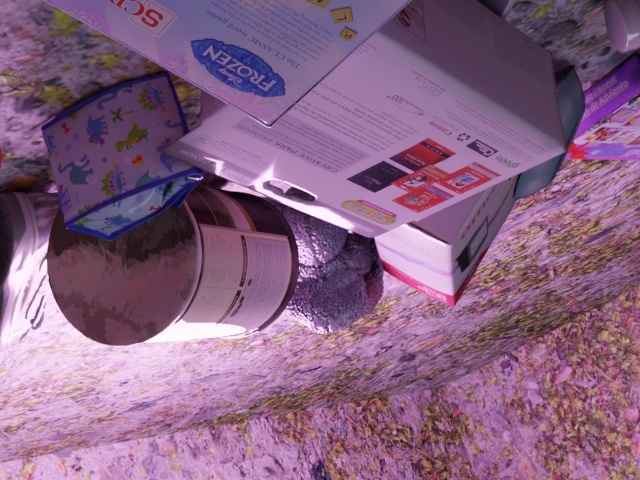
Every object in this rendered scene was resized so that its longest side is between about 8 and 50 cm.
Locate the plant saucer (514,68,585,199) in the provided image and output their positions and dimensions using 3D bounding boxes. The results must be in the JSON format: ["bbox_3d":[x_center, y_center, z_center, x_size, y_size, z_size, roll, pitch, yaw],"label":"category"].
[{"bbox_3d":[0.322,-0.137,1.330,0.195,0.037,0.195,-56,163,-27],"label":"plant saucer"}]

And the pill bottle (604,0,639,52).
[{"bbox_3d":[0.416,-0.276,1.160,0.137,0.078,0.078,-18,161,1],"label":"pill bottle"}]

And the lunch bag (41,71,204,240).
[{"bbox_3d":[-0.202,-0.090,1.027,0.151,0.129,0.096,-28,160,20],"label":"lunch bag"}]

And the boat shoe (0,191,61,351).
[{"bbox_3d":[-0.380,0.043,1.258,0.103,0.118,0.320,-11,150,-31],"label":"boat shoe"}]

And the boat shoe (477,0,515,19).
[{"bbox_3d":[0.151,-0.232,1.056,0.076,0.080,0.228,-29,167,-39],"label":"boat shoe"}]

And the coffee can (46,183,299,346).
[{"bbox_3d":[-0.171,0.026,1.206,0.201,0.201,0.275,-25,168,19],"label":"coffee can"}]

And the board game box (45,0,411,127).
[{"bbox_3d":[-0.066,-0.246,0.628,0.319,0.066,0.318,28,137,-28],"label":"board game box"}]

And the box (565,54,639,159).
[{"bbox_3d":[0.502,-0.196,1.490,0.293,0.057,0.201,-3,155,-38],"label":"box"}]

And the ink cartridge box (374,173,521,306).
[{"bbox_3d":[0.176,-0.065,1.290,0.226,0.131,0.306,-57,165,-10],"label":"ink cartridge box"}]

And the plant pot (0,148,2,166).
[{"bbox_3d":[-0.349,-0.113,0.768,0.191,0.174,0.191,-17,159,-7],"label":"plant pot"}]

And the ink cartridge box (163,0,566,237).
[{"bbox_3d":[0.040,-0.141,0.979,0.309,0.130,0.272,23,144,-38],"label":"ink cartridge box"}]

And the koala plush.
[{"bbox_3d":[0.000,0.000,1.403,0.196,0.203,0.221,-5,140,8],"label":"koala plush"}]
